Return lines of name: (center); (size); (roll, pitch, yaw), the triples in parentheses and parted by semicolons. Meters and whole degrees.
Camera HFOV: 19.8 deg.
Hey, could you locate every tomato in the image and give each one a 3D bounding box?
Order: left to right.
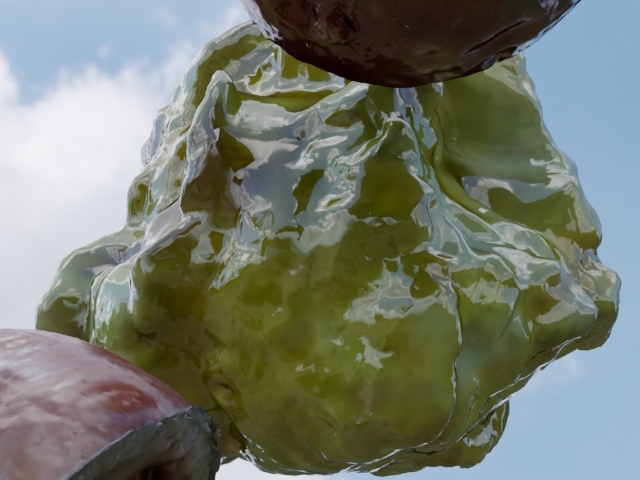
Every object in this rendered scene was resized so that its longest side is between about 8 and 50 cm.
tomato: (-0.157, 0.129, 0.813); (0.180, 0.155, 0.214); (-8, -53, -56)

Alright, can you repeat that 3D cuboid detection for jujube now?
jujube: (0.065, -0.194, 0.907); (0.197, 0.290, 0.197); (22, -44, 24)

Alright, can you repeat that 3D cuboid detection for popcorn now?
popcorn: (0.009, 0.009, 1.103); (0.293, 0.334, 0.292); (45, -49, -1)
